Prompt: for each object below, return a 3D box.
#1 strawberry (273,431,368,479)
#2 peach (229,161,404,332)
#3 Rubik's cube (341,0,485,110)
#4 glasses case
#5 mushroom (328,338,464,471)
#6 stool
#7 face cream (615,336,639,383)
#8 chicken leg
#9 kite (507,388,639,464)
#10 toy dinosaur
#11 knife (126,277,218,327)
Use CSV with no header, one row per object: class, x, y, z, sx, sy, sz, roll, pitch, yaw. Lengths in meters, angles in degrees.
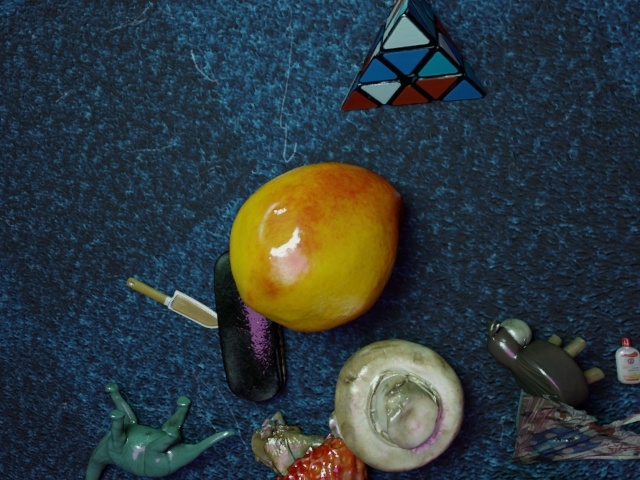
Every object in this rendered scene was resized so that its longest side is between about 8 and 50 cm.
strawberry,0.019,0.551,0.901,0.280,0.150,0.253,-44,106,2
peach,-0.002,-0.003,0.841,0.308,0.289,0.289,-45,84,18
Rubik's cube,0.146,-0.302,0.900,0.250,0.284,0.234,39,125,-25
glasses case,-0.146,0.173,0.978,0.122,0.082,0.321,-6,93,14
mushroom,0.138,0.308,0.874,0.254,0.184,0.255,-1,97,-8
stool,0.396,0.215,0.848,0.121,0.125,0.217,-34,60,-13
face cream,0.557,0.217,0.855,0.040,0.021,0.083,-7,91,12
chicken leg,-0.048,0.430,0.977,0.196,0.080,0.125,15,92,8
kite,0.458,0.327,0.799,0.405,0.014,0.368,24,132,-20
toy dinosaur,-0.390,0.509,1.059,0.383,0.129,0.331,14,107,10
knife,-0.321,0.135,1.046,0.256,0.022,0.046,24,94,10
